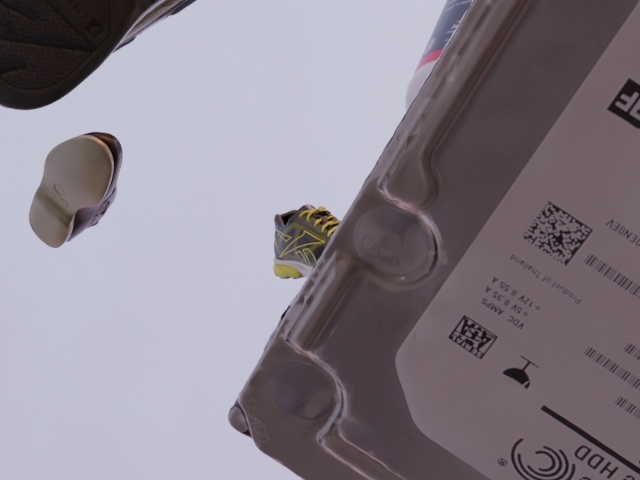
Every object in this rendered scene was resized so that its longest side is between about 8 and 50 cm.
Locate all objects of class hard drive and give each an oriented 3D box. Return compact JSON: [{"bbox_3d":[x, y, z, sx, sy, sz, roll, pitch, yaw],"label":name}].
[{"bbox_3d":[0.131,0.012,0.491,0.237,0.064,0.339,34,-54,3],"label":"hard drive"}]

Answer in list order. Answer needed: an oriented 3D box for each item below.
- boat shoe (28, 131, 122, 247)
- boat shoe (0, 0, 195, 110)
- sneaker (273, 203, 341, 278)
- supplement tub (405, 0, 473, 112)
[{"bbox_3d":[-0.164,-0.041,0.928,0.049,0.133,0.042,48,-126,3],"label":"boat shoe"},{"bbox_3d":[-0.128,-0.216,0.978,0.320,0.103,0.118,-45,-75,-6],"label":"boat shoe"},{"bbox_3d":[0.000,0.000,0.642,0.031,0.083,0.035,-16,-83,-36],"label":"sneaker"},{"bbox_3d":[0.209,-0.198,1.241,0.191,0.191,0.272,36,-112,-29],"label":"supplement tub"}]
